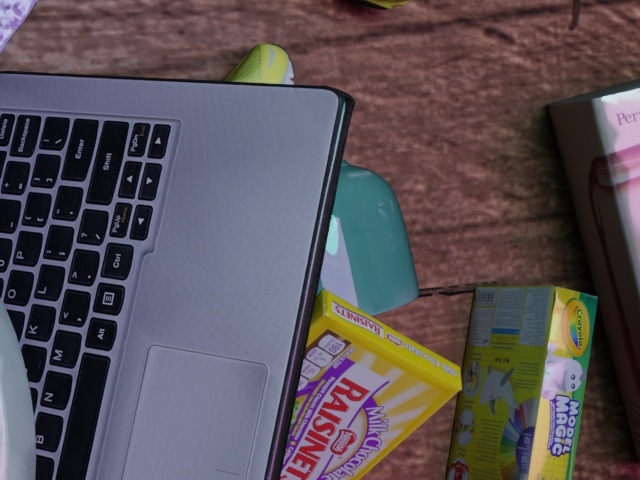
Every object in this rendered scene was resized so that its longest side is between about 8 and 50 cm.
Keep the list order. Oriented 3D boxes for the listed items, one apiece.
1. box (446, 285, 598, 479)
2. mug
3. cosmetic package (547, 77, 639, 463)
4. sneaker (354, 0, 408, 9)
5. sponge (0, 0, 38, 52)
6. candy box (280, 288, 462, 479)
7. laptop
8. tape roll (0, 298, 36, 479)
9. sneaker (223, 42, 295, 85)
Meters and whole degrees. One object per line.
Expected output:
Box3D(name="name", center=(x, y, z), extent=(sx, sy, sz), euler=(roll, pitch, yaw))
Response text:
Box3D(name="box", center=(0.138, 0.123, 0.943), extent=(0.043, 0.105, 0.179), euler=(15, 82, -24))
Box3D(name="mug", center=(-0.009, 0.002, 0.874), extent=(0.130, 0.158, 0.097), euler=(-14, 93, 1))
Box3D(name="cosmetic package", center=(0.285, 0.021, 0.985), extent=(0.153, 0.129, 0.296), euler=(-17, 95, -3))
Box3D(name="sneaker", center=(-0.011, -0.287, 0.883), extent=(0.123, 0.109, 0.295), euler=(-39, 104, -18))
Box3D(name="sponge", center=(-0.192, -0.226, 0.835), extent=(0.117, 0.031, 0.210), euler=(38, 73, -20))
Box3D(name="candy box", center=(-0.018, 0.123, 0.835), extent=(0.105, 0.206, 0.027), euler=(29, 32, -24))
Box3D(name="laptop", center=(-0.244, 0.064, 0.693), extent=(0.236, 0.408, 0.381), euler=(23, 76, -58))
Box3D(name="tape roll", center=(-0.336, 0.109, 0.642), extent=(0.392, 0.072, 0.391), euler=(0, 83, 0))
Box3D(name="sneaker", center=(-0.098, -0.061, 0.850), extent=(0.094, 0.081, 0.208), euler=(43, 69, -11))
